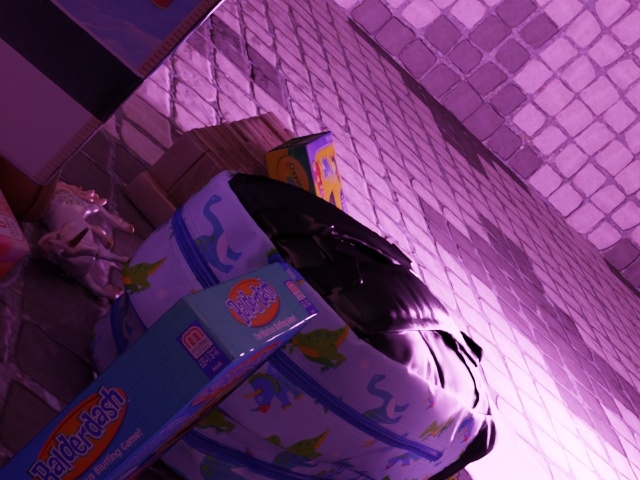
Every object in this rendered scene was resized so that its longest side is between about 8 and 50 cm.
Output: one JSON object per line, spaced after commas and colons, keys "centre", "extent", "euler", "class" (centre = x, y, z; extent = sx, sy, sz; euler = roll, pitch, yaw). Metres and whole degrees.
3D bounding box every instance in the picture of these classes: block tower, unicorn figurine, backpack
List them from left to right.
{"centre": [-0.199, 0.001, 1.083], "extent": [0.111, 0.060, 0.162], "euler": [32, 6, -42], "class": "unicorn figurine"}
{"centre": [-0.098, -0.072, 1.428], "extent": [0.091, 0.097, 0.335], "euler": [47, 17, 2], "class": "block tower"}
{"centre": [-0.019, 0.081, 1.053], "extent": [0.290, 0.273, 0.355], "euler": [55, -4, 18], "class": "backpack"}

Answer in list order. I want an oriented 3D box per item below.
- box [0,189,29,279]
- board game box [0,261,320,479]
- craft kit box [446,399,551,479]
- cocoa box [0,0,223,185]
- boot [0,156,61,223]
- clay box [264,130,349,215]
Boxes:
{"centre": [-0.321, -0.072, 0.770], "extent": [0.154, 0.142, 0.300], "euler": [22, 30, -55], "class": "box"}
{"centre": [-0.109, 0.105, 0.777], "extent": [0.047, 0.210, 0.160], "euler": [50, 16, 7], "class": "board game box"}
{"centre": [0.170, 0.244, 1.443], "extent": [0.246, 0.061, 0.250], "euler": [56, 18, 18], "class": "craft kit box"}
{"centre": [-0.215, -0.253, 0.797], "extent": [0.347, 0.228, 0.231], "euler": [42, 16, -19], "class": "cocoa box"}
{"centre": [-0.312, -0.148, 1.005], "extent": [0.220, 0.283, 0.109], "euler": [-6, 11, -37], "class": "boot"}
{"centre": [0.000, 0.000, 1.404], "extent": [0.127, 0.053, 0.222], "euler": [-44, 122, -72], "class": "clay box"}
